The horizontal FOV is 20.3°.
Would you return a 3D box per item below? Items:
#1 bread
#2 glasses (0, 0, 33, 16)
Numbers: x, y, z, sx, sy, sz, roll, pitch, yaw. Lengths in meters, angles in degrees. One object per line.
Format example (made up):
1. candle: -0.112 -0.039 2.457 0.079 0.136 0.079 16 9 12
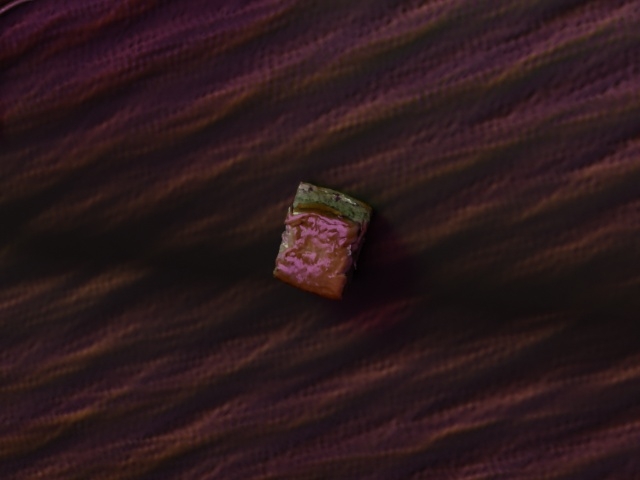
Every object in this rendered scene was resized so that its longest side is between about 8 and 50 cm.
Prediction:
1. bread: 0.002 0.000 1.515 0.070 0.077 0.083 18 109 1
2. glasses: -0.359 -0.199 1.591 0.207 0.102 0.239 29 113 -21
